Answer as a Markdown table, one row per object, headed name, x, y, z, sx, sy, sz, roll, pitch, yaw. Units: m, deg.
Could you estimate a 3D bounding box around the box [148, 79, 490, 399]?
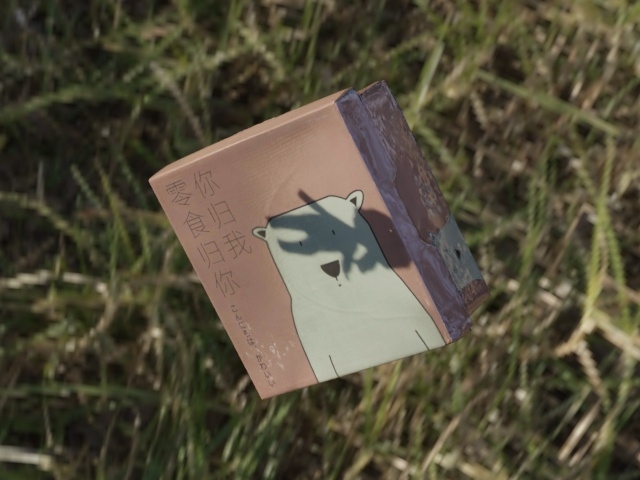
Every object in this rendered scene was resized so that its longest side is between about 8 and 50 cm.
| name | x | y | z | sx | sy | sz | roll | pitch | yaw |
| --- | --- | --- | --- | --- | --- | --- | --- | --- | --- |
| box | 0.000 | 0.000 | 1.489 | 0.086 | 0.215 | 0.215 | -36 | 103 | -51 |
